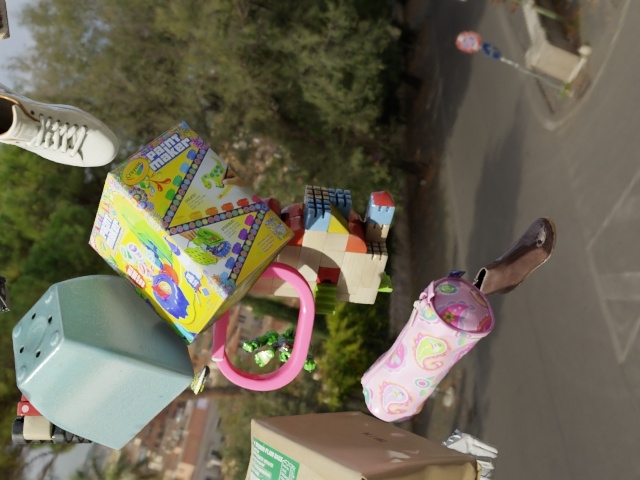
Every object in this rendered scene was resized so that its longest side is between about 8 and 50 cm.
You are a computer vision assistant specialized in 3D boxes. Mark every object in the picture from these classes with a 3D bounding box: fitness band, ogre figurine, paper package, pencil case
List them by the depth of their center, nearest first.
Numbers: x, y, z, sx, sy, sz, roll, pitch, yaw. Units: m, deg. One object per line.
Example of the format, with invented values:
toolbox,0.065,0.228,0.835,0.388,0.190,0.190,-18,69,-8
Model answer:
pencil case,0.165,0.177,1.262,0.124,0.124,0.284,-82,14,-46
paper package,0.066,0.439,1.436,0.324,0.309,0.168,10,91,50
fitness band,-0.121,0.184,1.659,0.054,0.209,0.291,-113,32,-70
ogre figurine,-0.098,0.295,2.136,0.118,0.197,0.097,-49,-48,-63

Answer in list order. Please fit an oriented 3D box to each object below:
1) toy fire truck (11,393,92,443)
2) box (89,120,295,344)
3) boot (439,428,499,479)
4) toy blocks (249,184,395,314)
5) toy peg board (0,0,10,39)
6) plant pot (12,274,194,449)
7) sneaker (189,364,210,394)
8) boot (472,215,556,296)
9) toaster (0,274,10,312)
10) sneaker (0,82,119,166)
toy fire truck,-0.567,0.329,1.755,0.217,0.158,0.246,77,-168,-75
box,-0.241,-0.004,1.404,0.177,0.279,0.290,-43,-3,-32
boot,0.334,0.553,2.046,0.095,0.258,0.123,77,-150,-70
toy blocks,0.000,0.000,1.707,0.191,0.381,0.261,-97,15,-52
toy peg board,-0.811,-0.524,1.793,0.079,0.161,0.161,86,165,-50
plant pot,-0.435,0.210,1.492,0.248,0.252,0.247,-43,45,19
sneaker,-0.295,0.333,1.889,0.031,0.035,0.083,-19,-42,-61
boot,0.517,0.055,2.098,0.090,0.206,0.248,47,136,33
toaster,-0.822,0.105,1.780,0.110,0.185,0.168,-114,7,-50
sneaker,-0.484,-0.185,1.338,0.106,0.290,0.123,-62,29,17
